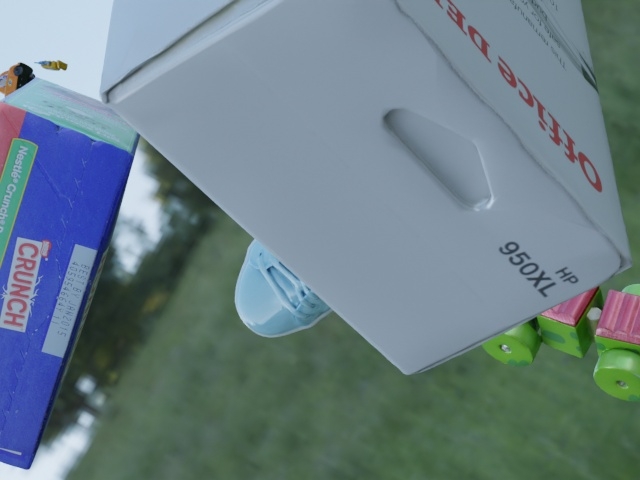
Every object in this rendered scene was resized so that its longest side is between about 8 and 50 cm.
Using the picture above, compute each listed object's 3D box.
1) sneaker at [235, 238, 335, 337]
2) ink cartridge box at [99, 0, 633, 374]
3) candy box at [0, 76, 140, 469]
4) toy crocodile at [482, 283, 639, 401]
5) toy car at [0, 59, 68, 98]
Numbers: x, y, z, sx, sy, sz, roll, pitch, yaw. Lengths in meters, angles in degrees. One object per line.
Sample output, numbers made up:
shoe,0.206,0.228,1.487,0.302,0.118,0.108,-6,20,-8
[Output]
sneaker,0.000,0.000,1.721,0.366,0.135,0.150,-45,-9,37
ink cartridge box,0.030,-0.161,0.998,0.166,0.285,0.395,-30,37,25
candy box,-0.246,0.013,1.375,0.317,0.122,0.268,-125,54,-79
toy crocodile,0.280,0.083,1.748,0.115,0.340,0.105,-61,-30,-27
toy car,-0.349,-0.186,1.939,0.122,0.040,0.060,-23,-65,-69
